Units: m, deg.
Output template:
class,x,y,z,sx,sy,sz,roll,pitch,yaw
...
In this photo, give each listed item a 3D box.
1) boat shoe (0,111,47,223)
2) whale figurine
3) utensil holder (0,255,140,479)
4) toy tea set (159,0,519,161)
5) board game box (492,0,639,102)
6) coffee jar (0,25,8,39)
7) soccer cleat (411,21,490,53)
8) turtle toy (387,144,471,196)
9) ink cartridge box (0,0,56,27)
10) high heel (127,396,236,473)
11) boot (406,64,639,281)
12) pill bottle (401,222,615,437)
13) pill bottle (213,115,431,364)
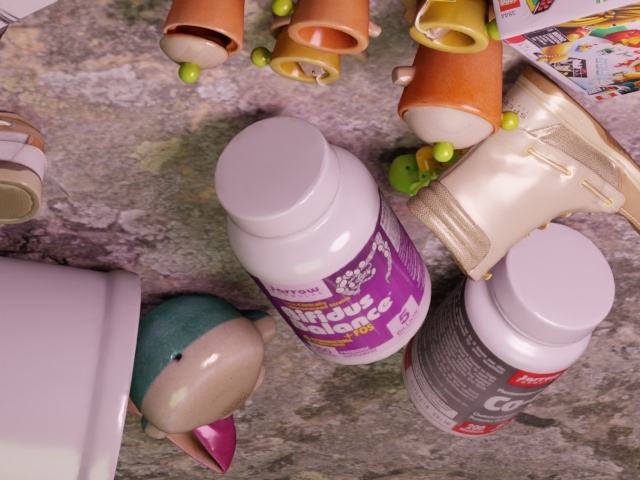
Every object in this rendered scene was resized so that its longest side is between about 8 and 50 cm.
class,x,y,z,sx,sy,sz,roll,pitch,yaw
boat shoe,-0.434,-0.091,1.694,0.302,0.103,0.113,9,143,-12
whale figurine,-0.154,0.154,2.074,0.216,0.141,0.272,-44,163,1
utensil holder,-0.425,0.169,1.912,0.385,0.328,0.328,9,148,-10
toy tea set,0.018,-0.154,1.497,0.336,0.124,0.200,6,166,21
board game box,0.287,-0.192,1.445,0.193,0.053,0.305,-13,170,22
coffee jar,-0.365,-0.191,1.553,0.096,0.079,0.184,21,143,-28
soccer cleat,0.127,-0.197,1.577,0.083,0.029,0.036,-8,139,9
turtle toy,0.133,-0.070,1.742,0.130,0.066,0.095,-6,125,17
ink cartridge box,-0.274,-0.255,1.386,0.190,0.140,0.082,-19,142,29
high heel,-0.227,0.238,2.210,0.244,0.117,0.082,18,145,-25
boot,0.225,-0.032,1.686,0.203,0.095,0.262,-47,130,6
pill bottle,0.220,0.107,1.938,0.161,0.161,0.283,12,147,-16
pill bottle,0.000,0.000,1.765,0.169,0.169,0.301,-10,147,18
